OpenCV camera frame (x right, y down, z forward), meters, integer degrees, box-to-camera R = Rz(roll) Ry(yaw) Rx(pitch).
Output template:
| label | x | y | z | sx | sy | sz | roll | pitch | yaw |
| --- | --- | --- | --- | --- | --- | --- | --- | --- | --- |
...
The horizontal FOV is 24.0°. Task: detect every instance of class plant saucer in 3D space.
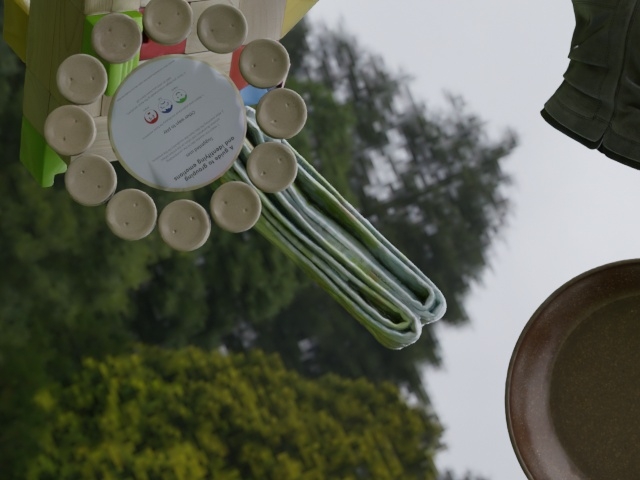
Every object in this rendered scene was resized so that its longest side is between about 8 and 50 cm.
| label | x | y | z | sx | sy | sz | roll | pitch | yaw |
| --- | --- | --- | --- | --- | --- | --- | --- | --- | --- |
| plant saucer | 0.225 | 0.110 | 1.025 | 0.198 | 0.198 | 0.036 | 65 | 17 | 7 |

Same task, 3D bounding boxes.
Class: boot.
| label | x | y | z | sx | sy | sz | roll | pitch | yaw |
| --- | --- | --- | --- | --- | --- | --- | --- | --- | --- |
| boot | 0.293 | -0.227 | 1.658 | 0.338 | 0.118 | 0.222 | 42 | -62 | 33 |

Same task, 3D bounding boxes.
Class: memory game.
| label | x | y | z | sx | sy | sz | roll | pitch | yaw |
| --- | --- | --- | --- | --- | --- | --- | --- | --- | --- |
| memory game | -0.101 | -0.084 | 1.069 | 0.012 | 0.186 | 0.186 | 116 | -49 | -83 |

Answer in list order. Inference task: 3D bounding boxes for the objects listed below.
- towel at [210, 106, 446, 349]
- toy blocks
| label | x | y | z | sx | sy | sz | roll | pitch | yaw |
| --- | --- | --- | --- | --- | --- | --- | --- | --- | --- |
| towel | 0.000 | 0.000 | 1.753 | 0.320 | 0.090 | 0.374 | 45 | -3 | 3 |
| toy blocks | -0.103 | -0.226 | 1.271 | 0.191 | 0.261 | 0.381 | 45 | -44 | 39 |
